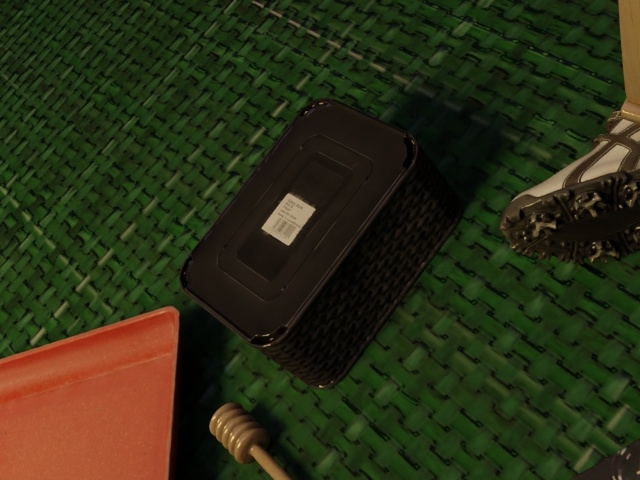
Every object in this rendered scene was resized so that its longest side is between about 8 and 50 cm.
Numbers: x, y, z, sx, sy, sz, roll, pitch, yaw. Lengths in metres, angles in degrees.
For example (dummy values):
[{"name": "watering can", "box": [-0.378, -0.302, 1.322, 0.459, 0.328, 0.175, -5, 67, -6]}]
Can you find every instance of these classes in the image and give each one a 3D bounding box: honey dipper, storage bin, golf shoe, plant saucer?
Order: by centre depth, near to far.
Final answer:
[{"name": "golf shoe", "box": [0.204, -0.052, 0.616, 0.198, 0.077, 0.094, -20, 49, 9]}, {"name": "honey dipper", "box": [-0.019, 0.165, 0.653, 0.161, 0.030, 0.030, 35, 84, 40]}, {"name": "storage bin", "box": [0.000, 0.000, 0.707, 0.122, 0.084, 0.180, 32, 81, 42]}, {"name": "plant saucer", "box": [-0.207, 0.201, 0.742, 0.259, 0.048, 0.258, -18, 53, 24]}]

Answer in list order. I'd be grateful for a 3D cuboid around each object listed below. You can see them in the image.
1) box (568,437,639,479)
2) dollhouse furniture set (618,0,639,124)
[{"name": "box", "box": [0.256, 0.170, 0.281, 0.343, 0.179, 0.312, -36, 30, 15]}, {"name": "dollhouse furniture set", "box": [0.324, -0.144, 0.440, 0.303, 0.198, 0.286, 24, 84, 23]}]
